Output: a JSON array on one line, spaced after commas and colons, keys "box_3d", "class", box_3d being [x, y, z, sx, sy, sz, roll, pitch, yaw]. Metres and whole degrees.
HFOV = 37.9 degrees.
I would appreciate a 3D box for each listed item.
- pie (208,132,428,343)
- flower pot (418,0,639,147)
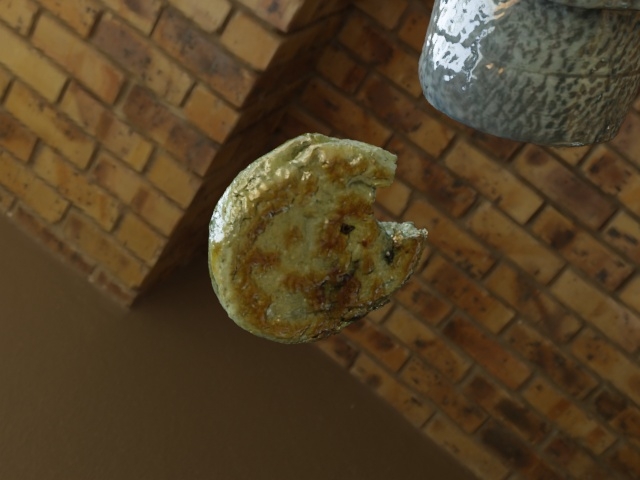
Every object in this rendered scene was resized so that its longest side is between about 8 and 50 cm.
[{"box_3d": [-0.007, 0.004, 1.219, 0.303, 0.302, 0.067, 16, -165, -27], "class": "pie"}, {"box_3d": [0.264, -0.265, 0.998, 0.299, 0.282, 0.299, 7, -153, -4], "class": "flower pot"}]
